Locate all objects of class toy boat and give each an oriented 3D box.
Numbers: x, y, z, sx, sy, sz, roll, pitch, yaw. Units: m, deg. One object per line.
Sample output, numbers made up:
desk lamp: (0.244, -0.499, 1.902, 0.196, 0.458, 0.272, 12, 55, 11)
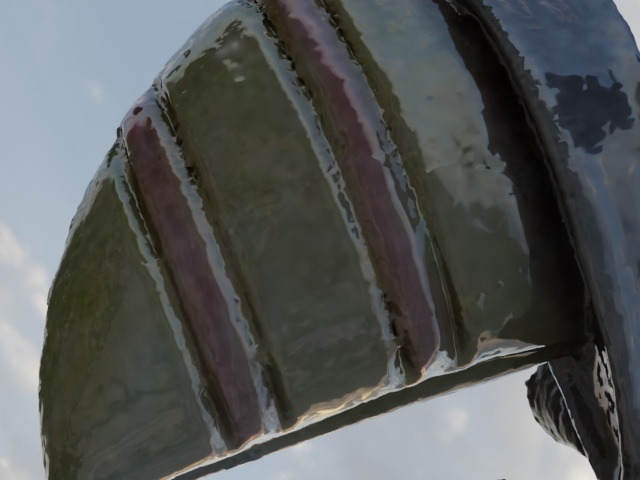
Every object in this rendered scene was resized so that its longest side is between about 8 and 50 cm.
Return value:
toy boat: (0.026, -0.019, 0.596, 0.111, 0.293, 0.276, 95, -5, -72)

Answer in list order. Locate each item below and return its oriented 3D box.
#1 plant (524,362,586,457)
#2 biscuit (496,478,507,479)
plant: (0.314, 0.145, 1.305, 0.274, 0.146, 0.149, 176, -75, -71)
biscuit: (0.150, 0.286, 1.033, 0.126, 0.206, 0.025, 10, -12, 25)
